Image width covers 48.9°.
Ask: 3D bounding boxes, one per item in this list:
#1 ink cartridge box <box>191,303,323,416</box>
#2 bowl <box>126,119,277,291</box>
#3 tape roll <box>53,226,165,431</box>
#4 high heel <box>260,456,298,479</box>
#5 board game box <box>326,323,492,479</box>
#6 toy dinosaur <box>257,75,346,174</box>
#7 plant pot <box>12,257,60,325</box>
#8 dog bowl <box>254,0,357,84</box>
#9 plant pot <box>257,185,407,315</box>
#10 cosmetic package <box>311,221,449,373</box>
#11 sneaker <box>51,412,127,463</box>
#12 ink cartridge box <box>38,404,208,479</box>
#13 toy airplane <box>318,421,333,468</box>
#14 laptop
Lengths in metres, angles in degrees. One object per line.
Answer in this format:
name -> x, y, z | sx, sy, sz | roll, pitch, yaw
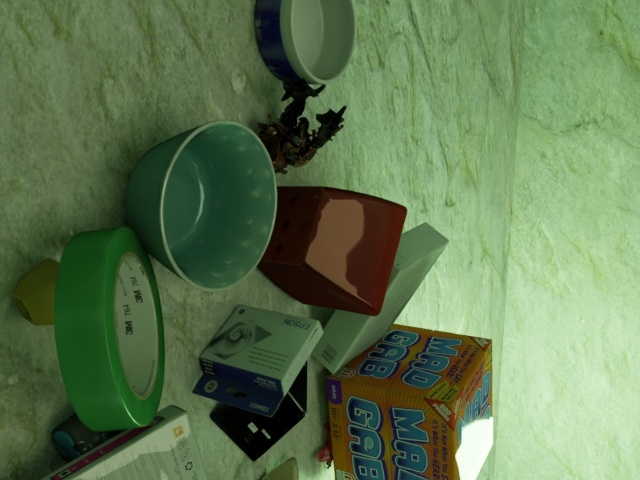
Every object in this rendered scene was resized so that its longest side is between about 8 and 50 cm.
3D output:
ink cartridge box -> -0.138, 0.241, 1.471 | 0.224, 0.223, 0.045 | -57, 139, -35
bowl -> -0.236, -0.069, 1.307 | 0.311, 0.163, 0.311 | -16, 110, -54
tape roll -> -0.330, 0.141, 1.138 | 0.321, 0.077, 0.321 | -8, 90, -89
high heel -> -0.121, 0.682, 1.750 | 0.261, 0.093, 0.186 | -58, 159, -44
board game box -> 0.263, 0.484, 1.984 | 0.356, 0.356, 0.356 | -35, 126, -55
toy dinosaur -> -0.059, -0.236, 1.567 | 0.218, 0.164, 0.322 | -56, -179, 38
plant pot -> -0.436, 0.089, 1.120 | 0.083, 0.081, 0.081 | -35, 126, -35
dog bowl -> -0.028, -0.485, 1.582 | 0.265, 0.104, 0.265 | -19, 113, -53
plant pot -> 0.000, 0.000, 1.616 | 0.236, 0.267, 0.267 | 27, 74, -43
cosmetic package -> 0.156, 0.148, 1.853 | 0.284, 0.097, 0.377 | -20, 146, -52
sneaker -> -0.347, 0.423, 1.282 | 0.139, 0.125, 0.341 | -46, 133, -40
ink cartridge box -> -0.357, 0.435, 1.144 | 0.371, 0.069, 0.176 | -26, 111, -40
toy airplane -> 0.027, 0.566, 1.971 | 0.151, 0.028, 0.151 | -20, 113, -56
laptop -> -0.137, 0.352, 1.689 | 0.264, 0.136, 0.234 | -40, 134, -12
